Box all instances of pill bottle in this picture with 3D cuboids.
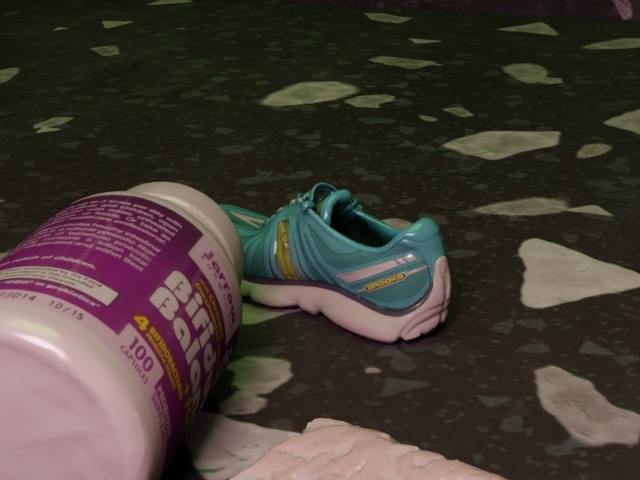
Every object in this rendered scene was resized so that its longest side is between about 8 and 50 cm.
[{"bbox_3d":[-0.148,0.065,0.806,0.169,0.169,0.301,3,23,11],"label":"pill bottle"}]

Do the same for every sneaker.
[{"bbox_3d":[0.000,0.000,1.039,0.275,0.110,0.107,14,27,36],"label":"sneaker"}]

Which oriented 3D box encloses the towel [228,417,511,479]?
[{"bbox_3d":[-0.003,0.196,0.486,0.317,0.053,0.331,-31,25,-31],"label":"towel"}]
